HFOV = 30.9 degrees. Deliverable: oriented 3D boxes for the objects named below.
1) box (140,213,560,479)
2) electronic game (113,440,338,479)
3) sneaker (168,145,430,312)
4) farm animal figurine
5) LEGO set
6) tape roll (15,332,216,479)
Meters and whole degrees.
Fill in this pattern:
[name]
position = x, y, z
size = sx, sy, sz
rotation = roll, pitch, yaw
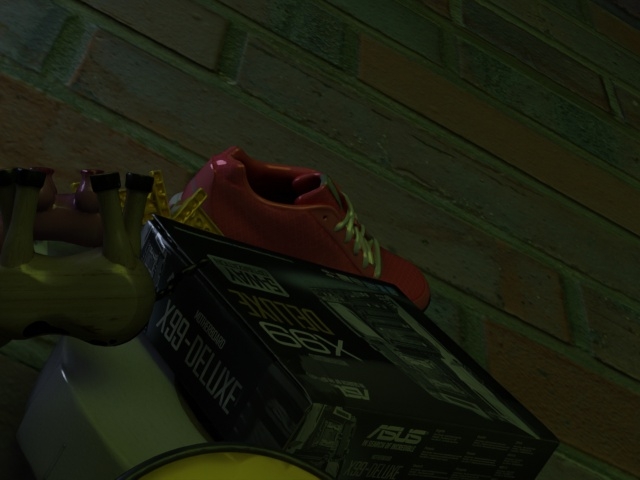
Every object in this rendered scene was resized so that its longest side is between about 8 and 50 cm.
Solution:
[box]
position = 0.015, 0.102, 0.933
size = 0.307, 0.076, 0.242
rotation = 18, 19, -44
[electronic game]
position = -0.047, 0.225, 0.646
size = 0.229, 0.048, 0.229
rotation = 11, 63, -21
[sneaker]
position = 0.000, 0.000, 1.192
size = 0.314, 0.136, 0.116
rotation = 21, 36, -24
[farm animal figurine]
position = -0.296, 0.032, 0.789
size = 0.326, 0.172, 0.330
rotation = -1, 4, -44
[LEGO set]
position = -0.166, 0.012, 1.090
size = 0.287, 0.107, 0.132
rotation = 16, 72, -37
[tape roll]
position = -0.037, 0.175, 0.889
size = 0.392, 0.072, 0.392
rotation = 30, 15, -9
